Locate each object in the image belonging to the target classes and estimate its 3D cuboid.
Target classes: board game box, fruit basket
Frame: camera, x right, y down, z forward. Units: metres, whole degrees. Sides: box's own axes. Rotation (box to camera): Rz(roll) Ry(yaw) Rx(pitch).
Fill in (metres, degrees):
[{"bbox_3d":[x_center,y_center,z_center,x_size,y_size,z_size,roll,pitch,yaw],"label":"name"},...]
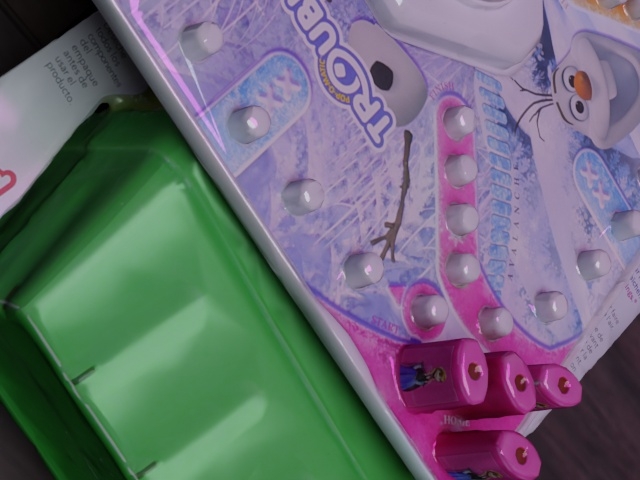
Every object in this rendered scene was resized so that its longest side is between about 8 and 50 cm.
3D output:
[{"bbox_3d":[0.071,-0.148,0.723,0.390,0.050,0.390,-47,112,-38],"label":"board game box"},{"bbox_3d":[0.000,0.000,0.774,0.353,0.165,0.327,-45,116,-32],"label":"fruit basket"}]
